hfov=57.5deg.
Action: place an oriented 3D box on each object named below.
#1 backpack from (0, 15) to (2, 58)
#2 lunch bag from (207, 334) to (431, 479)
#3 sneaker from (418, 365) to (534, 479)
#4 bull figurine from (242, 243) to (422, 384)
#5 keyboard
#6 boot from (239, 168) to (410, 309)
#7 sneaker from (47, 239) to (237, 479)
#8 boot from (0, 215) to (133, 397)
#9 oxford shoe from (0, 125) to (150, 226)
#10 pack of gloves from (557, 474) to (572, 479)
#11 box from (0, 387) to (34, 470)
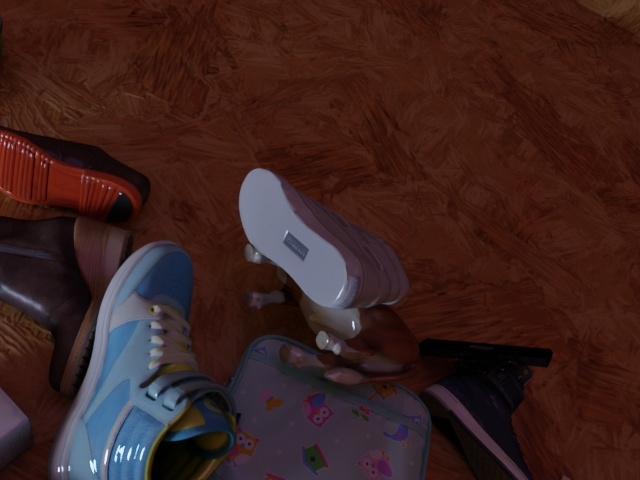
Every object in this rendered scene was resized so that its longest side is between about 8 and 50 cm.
[{"bbox_3d":[-0.642,-0.312,0.820,0.355,0.273,0.290,-13,54,-43],"label":"backpack"},{"bbox_3d":[-0.007,0.248,0.725,0.279,0.108,0.224,25,50,-3],"label":"lunch bag"},{"bbox_3d":[0.273,0.268,0.834,0.163,0.086,0.226,-25,66,-31],"label":"sneaker"},{"bbox_3d":[0.002,0.078,0.784,0.188,0.101,0.310,2,27,-40],"label":"bull figurine"},{"bbox_3d":[0.230,0.174,0.845,0.100,0.192,0.038,-4,93,-61],"label":"keyboard"},{"bbox_3d":[0.000,0.000,0.739,0.123,0.095,0.258,9,29,-43],"label":"boot"},{"bbox_3d":[-0.160,0.140,0.653,0.127,0.208,0.319,37,55,-45],"label":"sneaker"},{"bbox_3d":[-0.367,0.075,0.747,0.206,0.090,0.248,5,56,-2],"label":"boot"},{"bbox_3d":[-0.387,-0.106,0.861,0.271,0.097,0.098,24,31,-9],"label":"oxford shoe"},{"bbox_3d":[0.379,0.467,0.772,0.232,0.046,0.195,34,62,8],"label":"pack of gloves"},{"bbox_3d":[-0.414,0.212,0.602,0.130,0.091,0.170,42,51,11],"label":"box"}]
